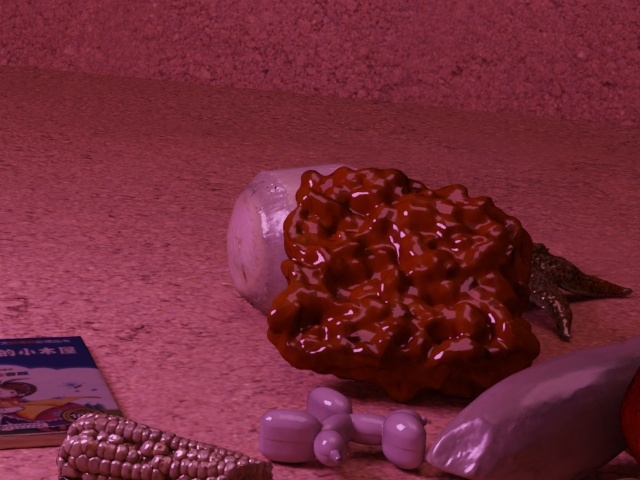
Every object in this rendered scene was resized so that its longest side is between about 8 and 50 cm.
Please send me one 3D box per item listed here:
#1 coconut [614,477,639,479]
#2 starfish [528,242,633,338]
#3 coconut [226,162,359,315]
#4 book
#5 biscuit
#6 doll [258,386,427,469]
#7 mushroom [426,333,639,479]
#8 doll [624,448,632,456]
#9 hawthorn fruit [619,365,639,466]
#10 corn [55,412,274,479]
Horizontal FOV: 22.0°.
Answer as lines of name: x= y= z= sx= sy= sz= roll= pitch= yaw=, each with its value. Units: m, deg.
coconut: x=0.287 y=0.260 z=1.517 sx=0.088 sy=0.088 sz=0.096 roll=10 pitch=24 yaw=22
starfish: x=0.290 y=0.056 z=2.329 sx=0.347 sy=0.078 sz=0.358 roll=-1 pitch=15 yaw=-26
coconut: x=0.000 y=0.000 z=2.198 sx=0.234 sy=0.224 sz=0.224 roll=1 pitch=15 yaw=-18
book: x=-0.356 y=0.166 z=1.856 sx=0.228 sy=0.018 sz=0.322 roll=-1 pitch=16 yaw=-18
biscuit: x=0.105 y=0.047 z=1.979 sx=0.318 sy=0.110 sz=0.312 roll=7 pitch=47 yaw=1
doll: x=0.036 y=0.201 z=1.730 sx=0.160 sy=0.059 sz=0.161 roll=13 pitch=17 yaw=31
mushroom: x=0.269 y=0.169 z=1.708 sx=0.350 sy=0.128 sz=0.128 roll=-28 pitch=26 yaw=-20
doll: x=0.432 y=0.162 z=1.903 sx=0.365 sy=0.094 sz=0.160 roll=-11 pitch=18 yaw=-44
hawthorn fruit: x=0.405 y=0.191 z=1.579 sx=0.215 sy=0.215 sz=0.250 roll=0 pitch=22 yaw=-14
corn: x=-0.151 y=0.222 z=1.570 sx=0.211 sy=0.087 sz=0.087 roll=12 pitch=17 yaw=17
